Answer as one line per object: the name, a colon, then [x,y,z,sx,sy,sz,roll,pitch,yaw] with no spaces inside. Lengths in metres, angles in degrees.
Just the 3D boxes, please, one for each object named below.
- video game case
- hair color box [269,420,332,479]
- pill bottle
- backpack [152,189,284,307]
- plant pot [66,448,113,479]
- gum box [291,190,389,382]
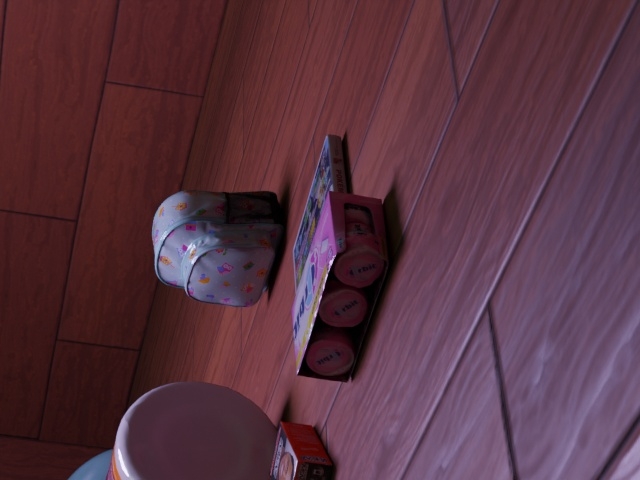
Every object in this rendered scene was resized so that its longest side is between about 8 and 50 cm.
video game case: [0.000,0.000,1.790,0.183,0.023,0.201,-95,17,-49]
hair color box: [-0.024,0.265,1.654,0.141,0.043,0.072,-136,56,-75]
pill bottle: [-0.197,0.396,1.957,0.224,0.224,0.392,-93,16,-46]
backpack: [-0.160,0.010,2.150,0.144,0.188,0.166,-93,17,-45]
plant pot: [-0.353,0.514,2.536,0.293,0.293,0.235,110,178,-46]
gum box: [0.021,0.047,1.543,0.107,0.062,0.188,-96,18,-51]
